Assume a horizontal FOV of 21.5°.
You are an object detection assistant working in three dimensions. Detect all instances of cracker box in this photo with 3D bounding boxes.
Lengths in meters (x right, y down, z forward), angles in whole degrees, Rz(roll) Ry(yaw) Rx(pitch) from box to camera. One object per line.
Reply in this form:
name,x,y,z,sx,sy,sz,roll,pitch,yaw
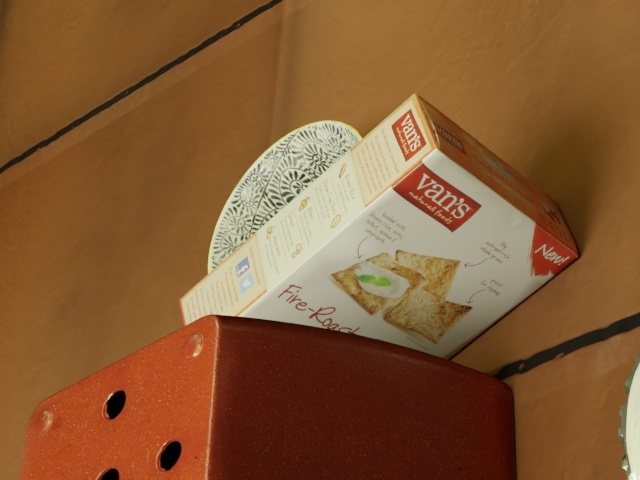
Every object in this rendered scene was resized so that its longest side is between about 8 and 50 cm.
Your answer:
cracker box,0.039,0.026,1.161,0.232,0.156,0.067,-41,38,21

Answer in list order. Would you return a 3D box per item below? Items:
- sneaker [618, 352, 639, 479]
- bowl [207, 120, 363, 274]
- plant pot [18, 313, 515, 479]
sneaker,0.242,0.071,0.942,0.108,0.100,0.271,-6,58,41
bowl,0.000,0.000,1.292,0.170,0.080,0.170,-29,45,33
plant pot,-0.051,0.197,1.067,0.267,0.236,0.267,-28,44,34
